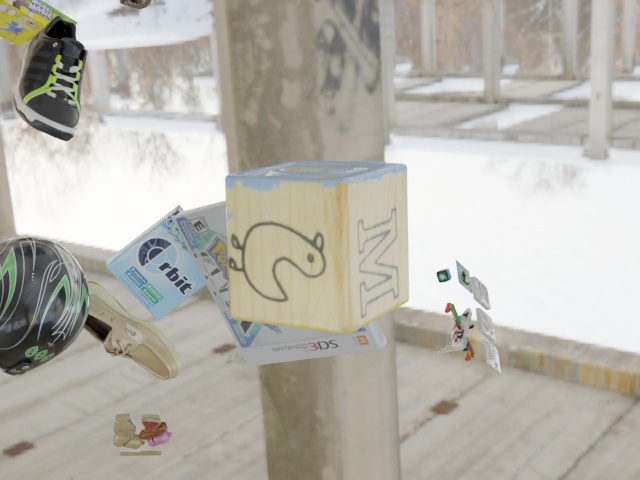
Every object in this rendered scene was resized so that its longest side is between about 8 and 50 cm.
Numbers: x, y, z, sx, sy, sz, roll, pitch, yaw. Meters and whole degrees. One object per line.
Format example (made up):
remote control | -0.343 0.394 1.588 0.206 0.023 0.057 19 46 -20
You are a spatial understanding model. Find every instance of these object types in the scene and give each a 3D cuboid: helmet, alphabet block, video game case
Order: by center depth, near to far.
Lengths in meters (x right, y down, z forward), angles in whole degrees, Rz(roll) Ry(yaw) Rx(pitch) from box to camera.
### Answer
helmet | -0.389 0.078 1.218 0.161 0.169 0.169 -48 -158 -1
alphabet block | 0.000 0.000 1.235 0.192 0.197 0.193 4 -168 32
video game case | -0.074 0.069 1.618 0.300 0.329 0.036 -12 -158 33

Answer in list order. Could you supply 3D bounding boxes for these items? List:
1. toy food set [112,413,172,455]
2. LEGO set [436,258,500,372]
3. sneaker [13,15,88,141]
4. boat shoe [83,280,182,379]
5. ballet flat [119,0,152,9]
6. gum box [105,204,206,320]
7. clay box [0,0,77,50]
toy food set | -0.232 0.249 1.196 0.078 0.122 0.019 3 -125 -13
LEGO set | 0.266 0.139 1.710 0.060 0.182 0.244 -16 153 23
sneaker | -0.366 -0.235 1.257 0.084 0.097 0.234 20 -147 -37
boat shoe | -0.444 0.217 2.038 0.302 0.109 0.098 41 -139 2
ballet flat | -0.373 -0.491 1.568 0.058 0.250 0.084 -40 172 9
gum box | -0.300 0.045 1.806 0.184 0.157 0.041 -37 -159 6
clay box | -0.596 -0.438 1.751 0.127 0.053 0.222 -11 149 43
